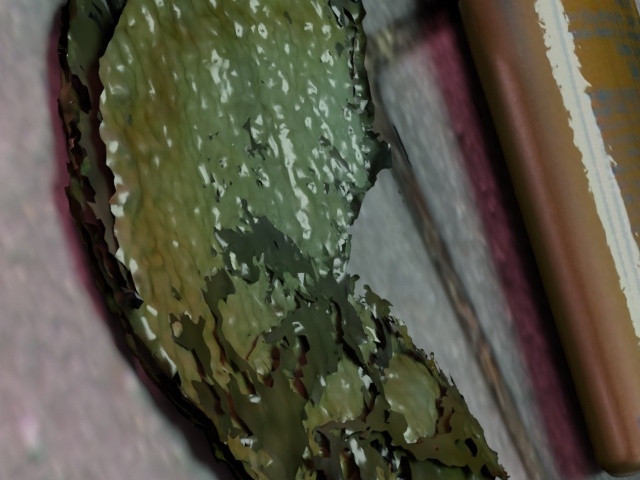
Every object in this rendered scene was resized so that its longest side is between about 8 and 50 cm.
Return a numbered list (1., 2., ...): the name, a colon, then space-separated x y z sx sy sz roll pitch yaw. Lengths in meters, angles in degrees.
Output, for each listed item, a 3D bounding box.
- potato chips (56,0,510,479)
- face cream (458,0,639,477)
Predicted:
1. potato chips: -0.004 0.001 0.507 0.220 0.029 0.202 62 30 -9
2. face cream: 0.117 -0.046 0.698 0.139 0.067 0.285 -1 74 -64
